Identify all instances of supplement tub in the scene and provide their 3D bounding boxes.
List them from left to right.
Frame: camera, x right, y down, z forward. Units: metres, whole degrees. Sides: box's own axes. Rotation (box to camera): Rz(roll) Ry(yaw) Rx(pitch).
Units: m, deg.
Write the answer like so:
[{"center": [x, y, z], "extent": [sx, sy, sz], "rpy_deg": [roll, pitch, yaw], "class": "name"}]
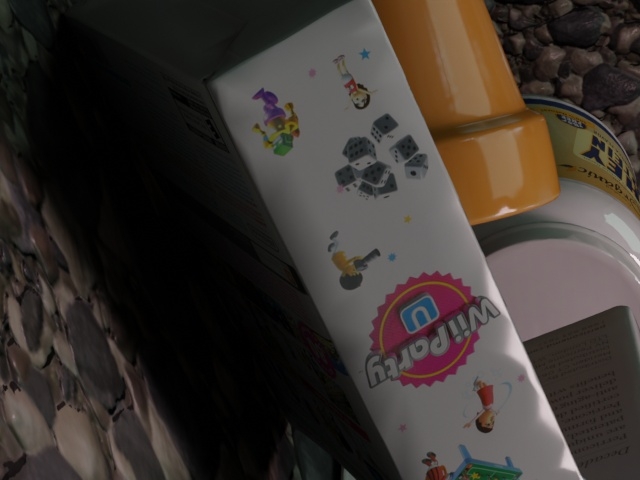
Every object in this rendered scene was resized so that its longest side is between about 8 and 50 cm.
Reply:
[{"center": [0.197, 0.018, 1.739], "extent": [0.316, 0.228, 0.228], "rpy_deg": [-87, 152, -64], "class": "supplement tub"}]

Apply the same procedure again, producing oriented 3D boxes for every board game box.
[{"center": [0.000, 0.000, 1.008], "extent": [0.224, 0.097, 0.303], "rpy_deg": [35, -26, 61], "class": "board game box"}]

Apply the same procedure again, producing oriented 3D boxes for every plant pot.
[{"center": [0.041, -0.104, 1.226], "extent": [0.205, 0.205, 0.188], "rpy_deg": [-38, 118, -78], "class": "plant pot"}]

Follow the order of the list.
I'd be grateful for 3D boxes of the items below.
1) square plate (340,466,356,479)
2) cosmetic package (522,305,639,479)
[{"center": [0.099, 0.329, 1.188], "extent": [0.344, 0.049, 0.347], "rpy_deg": [-87, 153, -62], "class": "square plate"}, {"center": [0.184, 0.247, 1.198], "extent": [0.453, 0.161, 0.230], "rpy_deg": [-81, 147, -67], "class": "cosmetic package"}]
